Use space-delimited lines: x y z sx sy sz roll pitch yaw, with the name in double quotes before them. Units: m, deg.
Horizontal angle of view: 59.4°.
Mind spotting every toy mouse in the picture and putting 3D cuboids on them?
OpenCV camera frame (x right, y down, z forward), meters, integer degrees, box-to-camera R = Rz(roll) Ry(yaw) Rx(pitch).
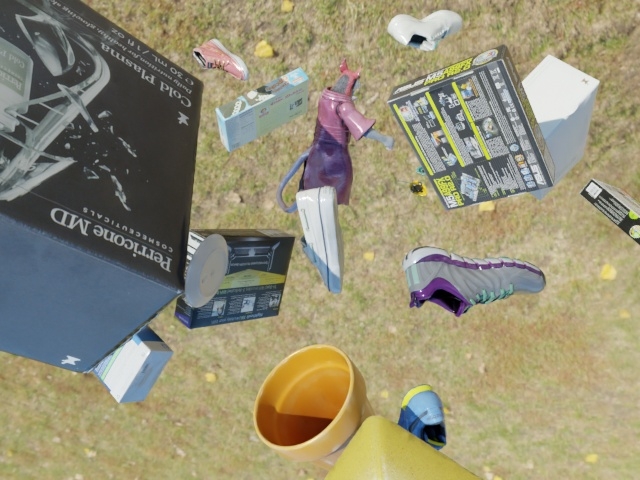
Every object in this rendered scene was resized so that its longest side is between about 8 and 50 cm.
"toy mouse" 0.335 -0.180 1.666 0.161 0.143 0.031 39 171 28

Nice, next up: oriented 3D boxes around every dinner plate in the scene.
"dinner plate" -0.203 0.057 1.033 0.017 0.141 0.141 16 140 19

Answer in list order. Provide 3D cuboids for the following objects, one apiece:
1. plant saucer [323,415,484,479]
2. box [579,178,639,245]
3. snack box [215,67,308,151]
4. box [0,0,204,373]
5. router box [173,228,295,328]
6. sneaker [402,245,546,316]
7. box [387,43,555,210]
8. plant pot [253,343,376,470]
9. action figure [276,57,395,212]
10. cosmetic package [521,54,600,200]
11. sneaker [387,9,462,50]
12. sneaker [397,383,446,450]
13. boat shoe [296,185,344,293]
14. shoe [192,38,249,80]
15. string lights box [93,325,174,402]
"plant saucer" 0.129 0.483 0.836 0.333 0.081 0.332 32 104 2
"box" 0.556 -0.025 0.964 0.114 0.207 0.036 10 124 -34
"snack box" -0.188 -0.434 1.876 0.322 0.060 0.187 -30 162 -16
"box" -0.452 -0.132 0.800 0.480 0.471 0.297 29 130 -35
"router box" -0.223 0.094 1.501 0.081 0.309 0.242 24 106 40
"sneaker" 0.229 0.077 0.829 0.224 0.098 0.083 8 145 -8
"box" 0.279 -0.192 1.028 0.216 0.060 0.270 -13 125 36
"plant pot" 0.015 0.326 1.024 0.205 0.205 0.188 -18 128 28
"action figure" 0.019 -0.269 1.411 0.276 0.248 0.370 -5 117 -27
"cosmetic package" 0.594 -0.282 1.484 0.197 0.155 0.365 -45 151 -3
"sneaker" 0.272 -0.506 1.382 0.212 0.094 0.080 -15 150 -23
"sneaker" 0.174 0.338 0.956 0.069 0.082 0.209 -12 131 -13
"boat shoe" 0.000 0.000 1.044 0.076 0.083 0.226 0 119 10
"shoe" -0.286 -0.505 1.606 0.178 0.081 0.063 45 152 19
"string lights box" -0.451 0.217 1.225 0.133 0.260 0.077 -57 151 6
